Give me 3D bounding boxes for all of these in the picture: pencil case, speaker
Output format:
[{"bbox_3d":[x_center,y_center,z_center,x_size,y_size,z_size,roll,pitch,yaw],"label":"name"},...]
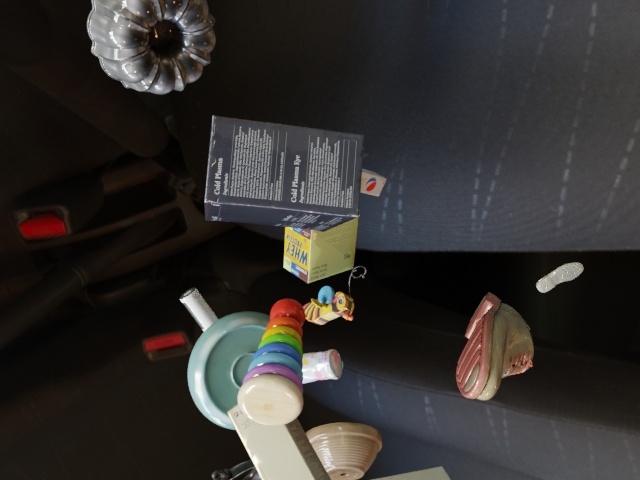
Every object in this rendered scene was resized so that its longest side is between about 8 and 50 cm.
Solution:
[{"bbox_3d":[-0.053,0.492,2.134,0.272,0.114,0.124,-15,142,23],"label":"pencil case"},{"bbox_3d":[-0.336,0.201,1.573,0.055,0.055,0.136,-37,108,-14],"label":"speaker"}]

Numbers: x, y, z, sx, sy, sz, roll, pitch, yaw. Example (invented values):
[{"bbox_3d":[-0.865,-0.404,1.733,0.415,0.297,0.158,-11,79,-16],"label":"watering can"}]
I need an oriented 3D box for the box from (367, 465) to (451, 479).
[{"bbox_3d":[0.158,0.548,1.075,0.232,0.127,0.149,7,120,-34],"label":"box"}]

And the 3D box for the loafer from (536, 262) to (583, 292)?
[{"bbox_3d":[0.621,0.091,1.459,0.125,0.039,0.045,-32,96,13],"label":"loafer"}]

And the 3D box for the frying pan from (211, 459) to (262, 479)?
[{"bbox_3d":[-0.256,0.647,1.477,0.197,0.053,0.326,-44,148,7],"label":"frying pan"}]

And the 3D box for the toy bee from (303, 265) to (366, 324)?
[{"bbox_3d":[0.053,0.242,2.081,0.195,0.162,0.298,10,133,-26],"label":"toy bee"}]

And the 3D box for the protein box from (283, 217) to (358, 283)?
[{"bbox_3d":[0.000,0.000,1.809,0.199,0.136,0.201,-16,121,-37],"label":"protein box"}]

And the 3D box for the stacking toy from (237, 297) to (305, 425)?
[{"bbox_3d":[-0.097,0.256,1.295,0.141,0.330,0.141,2,123,3],"label":"stacking toy"}]

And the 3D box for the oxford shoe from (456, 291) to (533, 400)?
[{"bbox_3d":[0.340,0.200,1.035,0.348,0.130,0.123,-39,155,-62],"label":"oxford shoe"}]

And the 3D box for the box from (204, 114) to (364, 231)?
[{"bbox_3d":[-0.099,-0.134,1.259,0.312,0.343,0.179,4,85,-12],"label":"box"}]

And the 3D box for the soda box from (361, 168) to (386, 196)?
[{"bbox_3d":[0.130,-0.212,1.939,0.216,0.069,0.074,7,112,-46],"label":"soda box"}]

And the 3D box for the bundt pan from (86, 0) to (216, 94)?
[{"bbox_3d":[-0.404,-0.521,1.415,0.330,0.124,0.331,-26,135,-29],"label":"bundt pan"}]

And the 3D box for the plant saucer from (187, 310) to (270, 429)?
[{"bbox_3d":[-0.193,0.351,1.501,0.317,0.043,0.318,2,84,-23],"label":"plant saucer"}]

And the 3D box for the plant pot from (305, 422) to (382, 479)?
[{"bbox_3d":[0.064,0.630,1.631,0.237,0.110,0.238,0,139,0],"label":"plant pot"}]

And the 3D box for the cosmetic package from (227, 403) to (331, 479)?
[{"bbox_3d":[-0.082,0.509,1.312,0.113,0.310,0.160,-32,161,0],"label":"cosmetic package"}]
